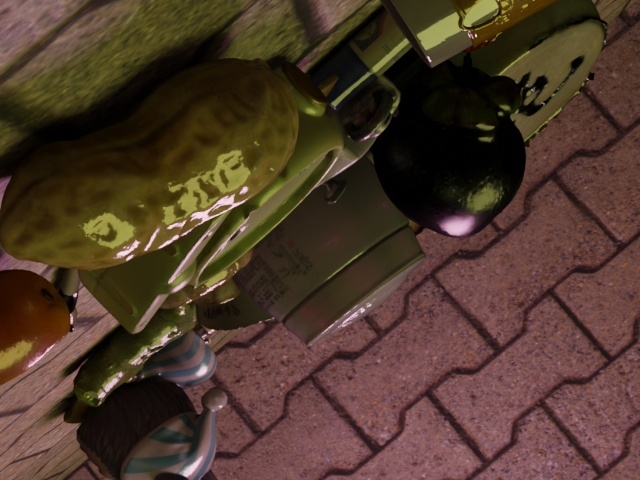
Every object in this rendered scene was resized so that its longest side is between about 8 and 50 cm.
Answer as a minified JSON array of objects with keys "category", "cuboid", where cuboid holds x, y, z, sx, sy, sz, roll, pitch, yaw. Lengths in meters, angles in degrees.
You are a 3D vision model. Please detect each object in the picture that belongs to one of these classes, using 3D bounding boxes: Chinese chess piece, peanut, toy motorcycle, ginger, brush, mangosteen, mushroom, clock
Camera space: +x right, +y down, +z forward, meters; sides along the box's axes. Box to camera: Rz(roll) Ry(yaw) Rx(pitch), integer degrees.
[{"category":"Chinese chess piece","cuboid":[0.276,-0.259,1.824,0.349,0.146,0.349,-34,158,-15]},{"category":"peanut","cuboid":[-0.146,-0.066,1.039,0.305,0.147,0.147,-32,172,-25]},{"category":"toy motorcycle","cuboid":[0.021,-0.152,1.555,0.260,0.110,0.171,-31,-152,47]},{"category":"ginger","cuboid":[-0.321,0.183,2.090,0.290,0.089,0.137,-44,156,-2]},{"category":"brush","cuboid":[-0.298,0.054,1.417,0.299,0.039,0.042,128,-30,-62]},{"category":"mangosteen","cuboid":[0.179,-0.128,1.588,0.243,0.243,0.243,-39,174,-5]},{"category":"mushroom","cuboid":[-0.164,0.026,1.517,0.166,0.127,0.166,-21,-167,5]},{"category":"clock","cuboid":[-0.097,-0.064,1.324,0.348,0.117,0.286,-39,174,-41]}]

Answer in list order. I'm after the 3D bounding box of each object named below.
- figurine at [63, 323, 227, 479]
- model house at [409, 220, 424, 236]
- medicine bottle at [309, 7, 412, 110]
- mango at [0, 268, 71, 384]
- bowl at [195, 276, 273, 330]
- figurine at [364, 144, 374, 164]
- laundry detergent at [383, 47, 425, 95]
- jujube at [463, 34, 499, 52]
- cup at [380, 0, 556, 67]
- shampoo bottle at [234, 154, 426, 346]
[{"category":"figurine","cuboid":[-0.288,0.388,2.428,0.361,0.377,0.266,-37,174,-17]},{"category":"model house","cuboid":[0.101,-0.095,2.245,0.172,0.182,0.166,4,-153,35]},{"category":"medicine bottle","cuboid":[0.089,-0.252,1.431,0.231,0.059,0.059,-41,174,10]},{"category":"mango","cuboid":[-0.354,0.104,1.158,0.217,0.102,0.141,-35,-163,-15]},{"category":"bowl","cuboid":[-0.123,0.053,1.978,0.211,0.112,0.211,-16,-162,5]},{"category":"figurine","cuboid":[0.030,-0.087,2.011,0.236,0.133,0.176,-44,172,9]},{"category":"laundry detergent","cuboid":[0.162,-0.281,1.632,0.226,0.070,0.099,-40,171,15]},{"category":"jujube","cuboid":[0.209,-0.321,1.496,0.176,0.109,0.112,-54,-157,37]},{"category":"cup","cuboid":[0.138,-0.290,1.042,0.226,0.185,0.241,-35,141,7]},{"category":"shampoo bottle","cuboid":[0.000,0.000,1.792,0.273,0.266,0.273,-39,176,-4]}]
